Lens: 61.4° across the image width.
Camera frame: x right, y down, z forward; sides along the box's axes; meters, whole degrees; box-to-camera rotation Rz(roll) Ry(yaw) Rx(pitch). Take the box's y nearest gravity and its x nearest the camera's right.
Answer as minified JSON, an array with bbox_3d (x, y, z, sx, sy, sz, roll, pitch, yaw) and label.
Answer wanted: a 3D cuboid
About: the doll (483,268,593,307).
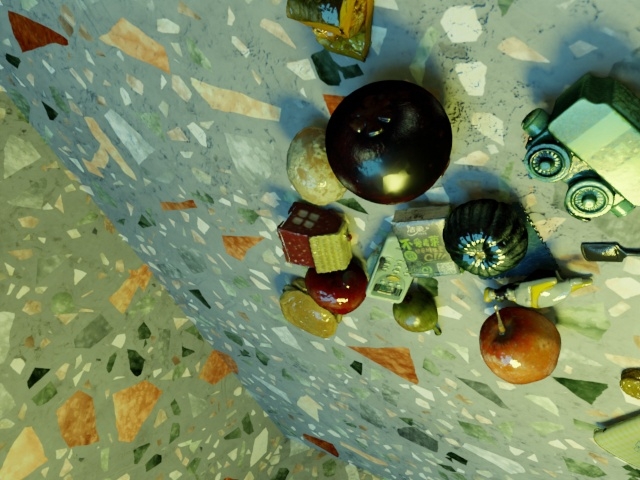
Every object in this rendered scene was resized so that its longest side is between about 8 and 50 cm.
[{"bbox_3d":[0.597,0.139,1.523,0.145,0.103,0.316,29,158,-19],"label":"doll"}]

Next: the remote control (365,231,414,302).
[{"bbox_3d":[0.249,0.092,1.775,0.140,0.056,0.296,12,133,-4],"label":"remote control"}]

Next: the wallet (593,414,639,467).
[{"bbox_3d":[1.079,0.648,1.751,0.223,0.077,0.309,32,145,3],"label":"wallet"}]

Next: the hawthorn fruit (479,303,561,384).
[{"bbox_3d":[0.582,0.314,1.627,0.263,0.235,0.231,11,180,-5],"label":"hawthorn fruit"}]

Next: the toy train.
[{"bbox_3d":[0.568,-0.187,1.107,0.299,0.167,0.238,39,138,-6],"label":"toy train"}]

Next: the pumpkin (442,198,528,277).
[{"bbox_3d":[0.435,-0.008,1.426,0.220,0.162,0.220,15,138,14],"label":"pumpkin"}]

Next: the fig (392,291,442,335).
[{"bbox_3d":[0.365,0.294,1.921,0.151,0.151,0.259,-4,134,46],"label":"fig"}]

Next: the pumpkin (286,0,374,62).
[{"bbox_3d":[0.025,-0.488,1.197,0.139,0.190,0.280,24,146,18],"label":"pumpkin"}]

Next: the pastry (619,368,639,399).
[{"bbox_3d":[0.951,0.433,1.613,0.097,0.057,0.109,30,146,13],"label":"pastry"}]

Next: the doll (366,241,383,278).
[{"bbox_3d":[0.210,0.089,1.866,0.103,0.071,0.214,26,142,16],"label":"doll"}]

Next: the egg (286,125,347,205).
[{"bbox_3d":[-0.005,-0.217,1.574,0.195,0.195,0.233,-9,104,49],"label":"egg"}]

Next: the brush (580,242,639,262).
[{"bbox_3d":[0.747,0.032,1.333,0.193,0.016,0.063,-1,133,45],"label":"brush"}]

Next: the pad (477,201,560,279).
[{"bbox_3d":[0.508,0.010,1.540,0.270,0.012,0.269,-13,123,51],"label":"pad"}]

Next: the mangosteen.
[{"bbox_3d":[0.173,-0.228,1.327,0.307,0.307,0.347,20,173,25],"label":"mangosteen"}]

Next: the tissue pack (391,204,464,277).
[{"bbox_3d":[0.324,0.008,1.603,0.173,0.073,0.235,-6,128,26],"label":"tissue pack"}]

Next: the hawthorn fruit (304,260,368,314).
[{"bbox_3d":[0.075,0.176,1.997,0.230,0.210,0.266,21,163,32],"label":"hawthorn fruit"}]

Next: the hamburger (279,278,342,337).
[{"bbox_3d":[-0.047,0.298,2.318,0.283,0.144,0.259,25,149,28],"label":"hamburger"}]

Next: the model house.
[{"bbox_3d":[0.000,0.000,1.876,0.254,0.160,0.196,16,142,27],"label":"model house"}]
